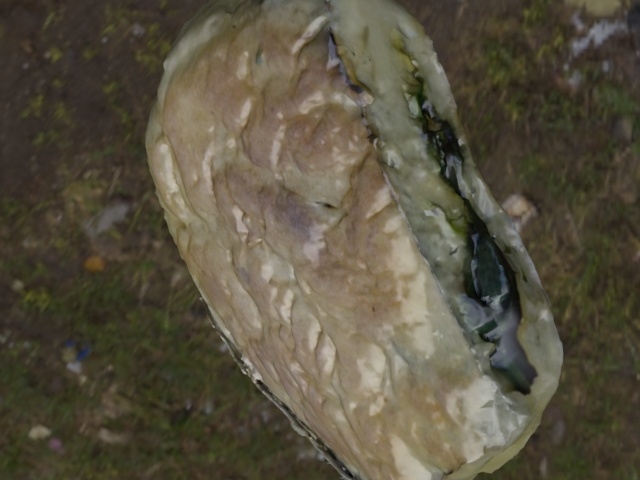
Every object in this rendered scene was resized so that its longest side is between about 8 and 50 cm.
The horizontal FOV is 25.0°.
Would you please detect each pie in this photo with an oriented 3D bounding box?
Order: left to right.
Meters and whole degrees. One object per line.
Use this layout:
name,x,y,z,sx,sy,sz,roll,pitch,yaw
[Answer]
pie,-0.003,0.001,0.571,0.185,0.052,0.218,-24,90,50
